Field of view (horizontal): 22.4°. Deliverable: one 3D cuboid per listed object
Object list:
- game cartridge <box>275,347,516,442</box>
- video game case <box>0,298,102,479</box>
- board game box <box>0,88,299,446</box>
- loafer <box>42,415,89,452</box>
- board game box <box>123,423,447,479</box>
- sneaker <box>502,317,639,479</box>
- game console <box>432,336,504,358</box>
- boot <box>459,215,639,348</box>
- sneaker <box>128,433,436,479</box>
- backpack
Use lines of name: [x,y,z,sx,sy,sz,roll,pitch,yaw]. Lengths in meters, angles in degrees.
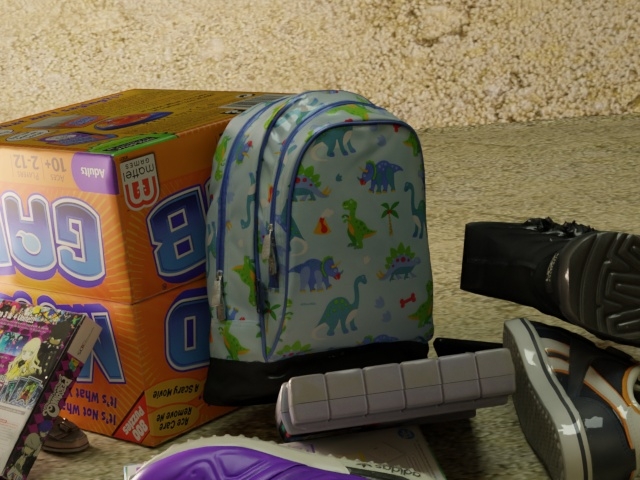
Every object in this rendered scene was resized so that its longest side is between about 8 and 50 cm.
game cartridge: [0.068,0.171,1.722,0.230,0.068,0.355,-12,-9,-4]
video game case: [-0.388,0.171,1.918,0.232,0.042,0.210,6,64,42]
board game box: [-0.227,0.013,2.085,0.356,0.356,0.356,7,20,42]
loafer: [-0.327,0.225,1.943,0.125,0.039,0.045,7,19,42]
board game box: [-0.034,0.271,1.592,0.316,0.064,0.242,-7,14,-4]
sneaker: [0.281,0.172,1.733,0.127,0.126,0.321,-10,22,-3]
game console: [0.216,0.141,1.988,0.122,0.107,0.071,3,45,33]
boot: [0.379,0.068,1.874,0.367,0.146,0.445,20,-4,-9]
sneaker: [-0.030,0.239,1.346,0.293,0.102,0.146,3,15,4]
backpack: [0.000,0.000,1.904,0.290,0.356,0.273,-1,-12,-29]
